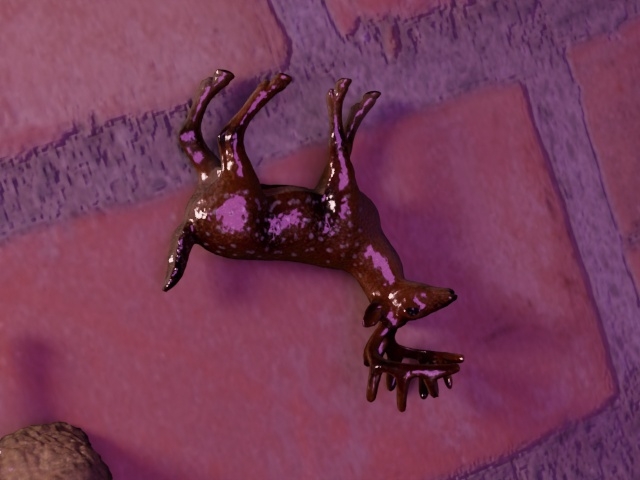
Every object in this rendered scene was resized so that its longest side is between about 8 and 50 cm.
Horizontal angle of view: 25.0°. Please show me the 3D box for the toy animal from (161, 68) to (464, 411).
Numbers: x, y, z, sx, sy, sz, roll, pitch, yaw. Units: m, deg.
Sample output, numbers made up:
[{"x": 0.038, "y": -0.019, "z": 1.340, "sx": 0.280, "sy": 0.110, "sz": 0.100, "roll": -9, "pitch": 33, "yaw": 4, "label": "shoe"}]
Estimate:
[{"x": -0.002, "y": 0.001, "z": 1.155, "sx": 0.243, "sy": 0.087, "sz": 0.260, "roll": 4, "pitch": 88, "yaw": -7, "label": "toy animal"}]

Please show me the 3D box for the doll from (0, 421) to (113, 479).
[{"x": -0.280, "y": 0.171, "z": 1.003, "sx": 0.286, "sy": 0.091, "sz": 0.202, "roll": -10, "pitch": 63, "yaw": -45, "label": "doll"}]
